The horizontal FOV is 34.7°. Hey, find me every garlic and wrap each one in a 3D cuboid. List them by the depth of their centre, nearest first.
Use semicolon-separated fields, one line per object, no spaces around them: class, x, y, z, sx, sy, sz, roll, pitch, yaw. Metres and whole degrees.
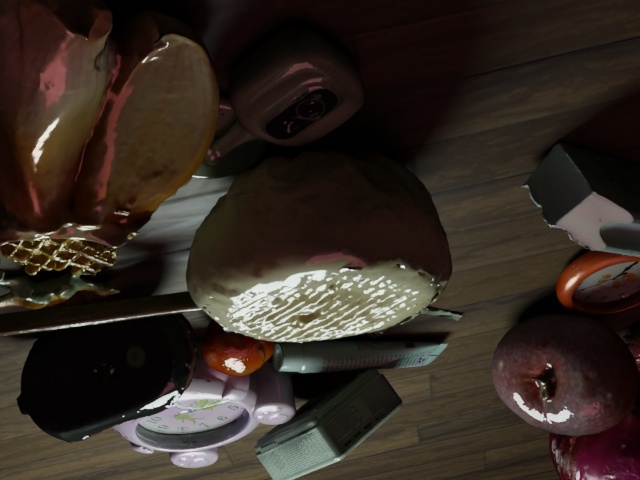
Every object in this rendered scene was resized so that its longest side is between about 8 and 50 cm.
garlic;-0.255;-0.147;1.110;0.286;0.249;0.313;12;122;-6

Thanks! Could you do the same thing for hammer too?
hammer;-0.291;0.099;1.505;0.365;0.111;0.043;-6;146;-20

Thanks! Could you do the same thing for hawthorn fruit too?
hawthorn fruit;-0.137;0.165;1.681;0.128;0.128;0.128;-8;146;-6

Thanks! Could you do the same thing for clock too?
clock;0.515;0.065;1.794;0.205;0.051;0.205;-7;145;-5
clock;-0.239;0.285;1.826;0.295;0.113;0.322;-33;140;29

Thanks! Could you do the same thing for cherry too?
cherry;0.458;0.246;1.882;0.261;0.221;0.307;13;178;34

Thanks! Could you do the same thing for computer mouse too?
computer mouse;-0.330;0.205;1.623;0.323;0.183;0.116;-21;170;18

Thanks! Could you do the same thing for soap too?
soap;0.427;-0.057;1.517;0.230;0.145;0.091;8;132;-35

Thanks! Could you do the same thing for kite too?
kite;0.152;0.118;1.797;0.250;0.012;0.229;8;142;-30

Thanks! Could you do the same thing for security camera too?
security camera;-0.086;-0.148;1.280;0.301;0.080;0.157;-31;143;30

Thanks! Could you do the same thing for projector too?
projector;0.010;0.343;1.902;0.192;0.099;0.257;-32;176;-37

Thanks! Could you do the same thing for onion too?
onion;0.642;0.358;2.069;0.398;0.398;0.420;-14;107;3

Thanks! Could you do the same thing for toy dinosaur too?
toy dinosaur;-0.426;0.078;1.534;0.212;0.057;0.142;-13;163;20

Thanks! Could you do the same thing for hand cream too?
hand cream;0.075;0.214;1.868;0.331;0.058;0.085;4;142;-23

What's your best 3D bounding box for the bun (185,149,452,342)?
bun;0.000;0.000;1.392;0.360;0.211;0.359;-9;156;-4

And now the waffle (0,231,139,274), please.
waffle;-0.342;-0.023;1.380;0.197;0.070;0.193;-18;145;9
